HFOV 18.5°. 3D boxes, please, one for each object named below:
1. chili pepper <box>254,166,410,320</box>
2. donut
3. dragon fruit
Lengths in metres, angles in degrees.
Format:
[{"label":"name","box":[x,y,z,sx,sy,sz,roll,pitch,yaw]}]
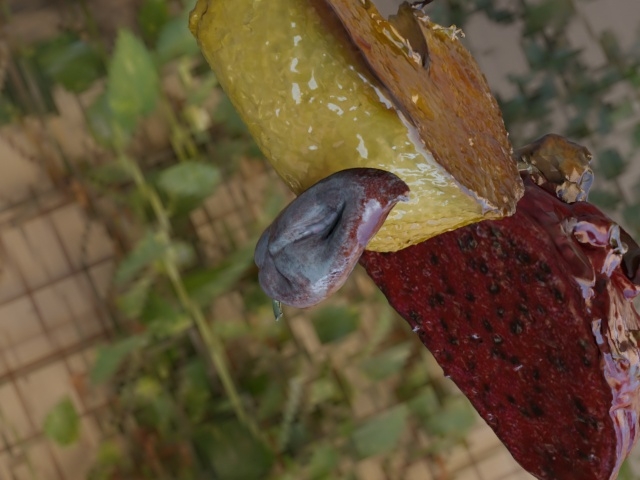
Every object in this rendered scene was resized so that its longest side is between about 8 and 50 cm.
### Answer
[{"label":"chili pepper","box":[-0.001,0.001,0.990,0.041,0.050,0.153,-39,178,-29]},{"label":"donut","box":[0.035,-0.063,1.069,0.101,0.152,0.259,-31,158,14]},{"label":"dragon fruit","box":[0.172,0.019,1.423,0.152,0.317,0.205,-31,167,-31]}]
